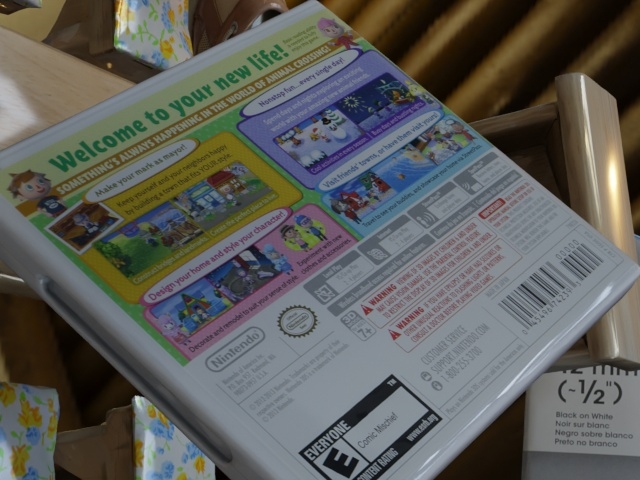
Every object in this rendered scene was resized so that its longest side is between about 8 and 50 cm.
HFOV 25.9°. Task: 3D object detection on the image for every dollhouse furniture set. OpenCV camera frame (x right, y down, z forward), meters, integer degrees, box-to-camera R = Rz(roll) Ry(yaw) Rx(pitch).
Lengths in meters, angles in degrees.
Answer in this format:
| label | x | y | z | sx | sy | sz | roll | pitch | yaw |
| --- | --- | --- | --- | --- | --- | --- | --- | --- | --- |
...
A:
| label | x | y | z | sx | sy | sz | roll | pitch | yaw |
| --- | --- | --- | --- | --- | --- | --- | --- | --- | --- |
| dollhouse furniture set | -0.018 | -0.014 | 0.737 | 0.256 | 0.394 | 0.362 | -13 | -107 | 29 |

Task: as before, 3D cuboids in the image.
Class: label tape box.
| label | x | y | z | sx | sy | sz | roll | pitch | yaw |
| --- | --- | --- | --- | --- | --- | --- | --- | --- | --- |
| label tape box | 0.218 | 0.108 | 1.045 | 0.115 | 0.249 | 0.348 | 3 | -111 | 14 |

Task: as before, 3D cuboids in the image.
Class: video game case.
| label | x | y | z | sx | sy | sz | roll | pitch | yaw |
| --- | --- | --- | --- | --- | --- | --- | --- | --- | --- |
| video game case | 0.000 | 0.000 | 0.543 | 0.193 | 0.212 | 0.023 | 41 | -44 | 15 |

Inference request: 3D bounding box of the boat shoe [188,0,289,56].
| label | x | y | z | sx | sy | sz | roll | pitch | yaw |
| --- | --- | --- | --- | --- | --- | --- | --- | --- | --- |
| boat shoe | -0.078 | -0.112 | 1.356 | 0.116 | 0.123 | 0.324 | 49 | -32 | 46 |
